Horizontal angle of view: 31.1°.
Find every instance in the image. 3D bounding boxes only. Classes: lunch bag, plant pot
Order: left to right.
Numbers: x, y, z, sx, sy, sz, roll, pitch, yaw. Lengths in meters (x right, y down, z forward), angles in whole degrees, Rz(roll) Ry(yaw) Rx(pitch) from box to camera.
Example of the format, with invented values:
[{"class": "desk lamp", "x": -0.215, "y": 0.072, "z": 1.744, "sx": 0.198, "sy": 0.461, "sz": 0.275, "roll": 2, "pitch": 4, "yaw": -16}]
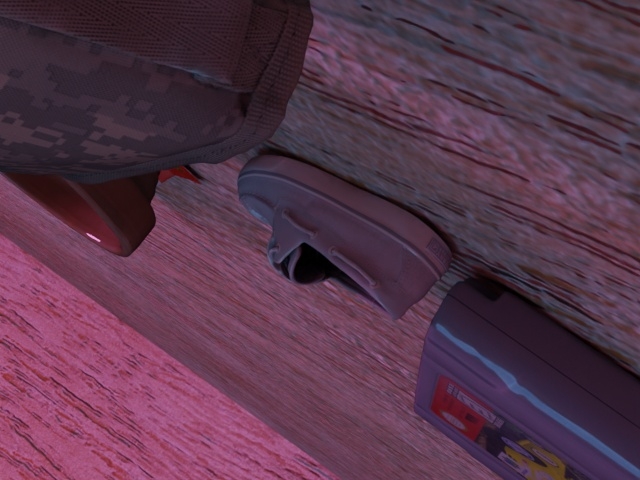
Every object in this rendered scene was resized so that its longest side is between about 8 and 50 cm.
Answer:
[{"class": "lunch bag", "x": -0.158, "y": -0.110, "z": 0.400, "sx": 0.235, "sy": 0.168, "sz": 0.287, "roll": 13, "pitch": -176, "yaw": -31}, {"class": "plant pot", "x": -0.185, "y": -0.104, "z": 0.760, "sx": 0.237, "sy": 0.109, "sz": 0.237, "roll": 35, "pitch": 167, "yaw": 10}]

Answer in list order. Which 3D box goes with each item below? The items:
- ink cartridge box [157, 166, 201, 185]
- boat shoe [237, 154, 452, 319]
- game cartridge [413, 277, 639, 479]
[{"class": "ink cartridge box", "x": -0.195, "y": -0.090, "z": 0.991, "sx": 0.145, "sy": 0.045, "sz": 0.179, "roll": 45, "pitch": 168, "yaw": -29}, {"class": "boat shoe", "x": 0.000, "y": 0.000, "z": 0.715, "sx": 0.184, "sy": 0.063, "sz": 0.066, "roll": 27, "pitch": 163, "yaw": 40}, {"class": "game cartridge", "x": 0.156, "y": 0.130, "z": 0.771, "sx": 0.196, "sy": 0.060, "sz": 0.294, "roll": 31, "pitch": 166, "yaw": 13}]
